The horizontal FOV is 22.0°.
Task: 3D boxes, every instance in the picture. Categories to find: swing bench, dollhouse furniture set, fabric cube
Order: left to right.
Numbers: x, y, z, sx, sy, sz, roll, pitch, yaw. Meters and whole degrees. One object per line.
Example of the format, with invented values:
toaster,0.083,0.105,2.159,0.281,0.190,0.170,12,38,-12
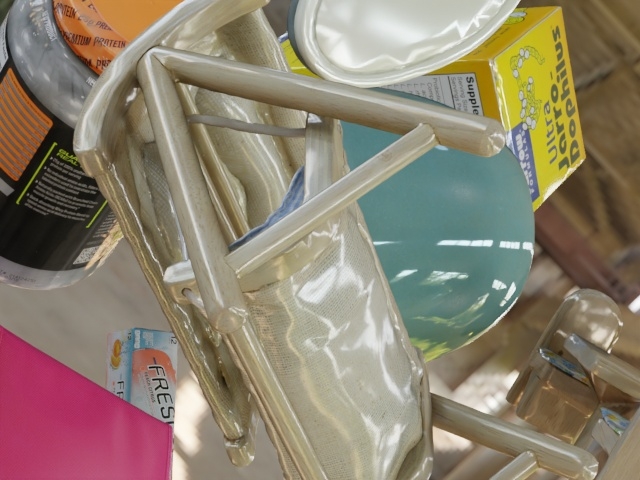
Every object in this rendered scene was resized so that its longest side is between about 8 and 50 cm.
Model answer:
fabric cube,-0.305,0.243,1.367,0.258,0.259,0.254,40,47,-53
swing bench,-0.007,0.027,0.902,0.254,0.165,0.253,39,-22,49
dollhouse furniture set,0.420,0.166,1.502,0.394,0.256,0.362,30,5,-7

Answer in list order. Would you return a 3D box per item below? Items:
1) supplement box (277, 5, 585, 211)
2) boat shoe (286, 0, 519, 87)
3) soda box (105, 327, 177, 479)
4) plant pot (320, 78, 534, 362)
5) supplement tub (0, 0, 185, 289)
supplement box,0.100,-0.146,1.924,0.356,0.195,0.194,1,-64,32
boat shoe,0.080,-0.205,1.056,0.099,0.319,0.116,3,-45,54
soda box,-0.195,0.188,1.777,0.058,0.183,0.063,8,-13,-34
plant pot,0.058,-0.010,1.553,0.235,0.293,0.293,-2,25,-25
supplement tub,-0.211,-0.110,1.440,0.193,0.193,0.316,47,-45,4
